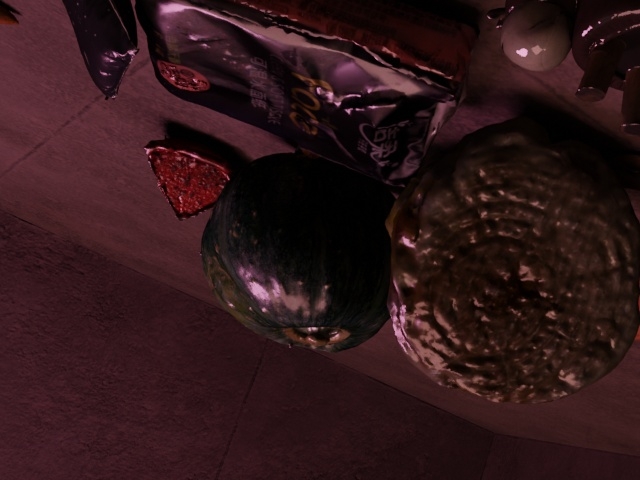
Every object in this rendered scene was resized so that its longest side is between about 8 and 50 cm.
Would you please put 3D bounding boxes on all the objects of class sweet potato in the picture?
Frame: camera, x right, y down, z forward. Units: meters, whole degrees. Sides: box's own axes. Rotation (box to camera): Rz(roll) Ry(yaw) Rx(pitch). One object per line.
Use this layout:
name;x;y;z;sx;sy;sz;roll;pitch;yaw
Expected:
sweet potato;-0.446;-0.307;1.201;0.095;0.034;0.034;14;167;-20

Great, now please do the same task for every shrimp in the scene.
shrimp;0.338;-0.081;1.018;0.108;0.023;0.059;12;153;28

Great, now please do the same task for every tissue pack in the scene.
tissue pack;-0.020;-0.182;0.928;0.332;0.123;0.245;20;167;1

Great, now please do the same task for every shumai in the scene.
shumai;0.210;0.011;1.085;0.304;0.309;0.263;37;-170;-13

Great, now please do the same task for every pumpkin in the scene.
pumpkin;0.000;0.000;1.229;0.293;0.263;0.197;14;159;-17

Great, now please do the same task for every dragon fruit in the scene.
dragon fruit;-0.206;-0.124;1.465;0.127;0.121;0.161;-111;-4;-56

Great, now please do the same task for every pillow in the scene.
pillow;-0.226;-0.252;0.873;0.055;0.208;0.141;-20;177;-20

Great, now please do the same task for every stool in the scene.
stool;0.230;-0.159;0.709;0.217;0.121;0.125;8;163;22

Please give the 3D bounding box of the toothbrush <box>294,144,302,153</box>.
toothbrush;-0.025;-0.122;1.325;0.030;0.030;0.304;20;167;1

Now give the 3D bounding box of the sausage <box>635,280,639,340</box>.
sausage;0.472;0.074;1.192;0.121;0.121;0.304;25;166;-18

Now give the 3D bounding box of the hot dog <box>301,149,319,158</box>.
hot dog;-0.016;-0.155;1.119;0.090;0.060;0.140;20;162;3
